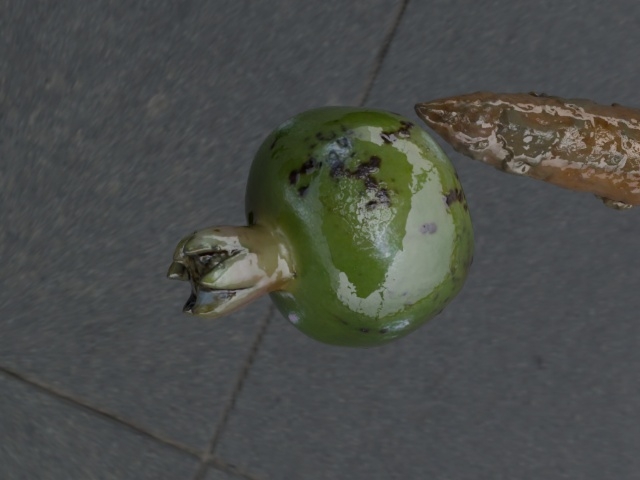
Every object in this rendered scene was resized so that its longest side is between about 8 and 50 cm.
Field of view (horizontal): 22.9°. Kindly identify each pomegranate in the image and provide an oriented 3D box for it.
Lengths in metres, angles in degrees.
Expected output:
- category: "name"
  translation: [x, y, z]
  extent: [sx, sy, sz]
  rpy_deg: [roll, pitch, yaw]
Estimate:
- category: "pomegranate"
  translation: [0.000, 0.000, 0.712]
  extent: [0.142, 0.114, 0.114]
  rpy_deg: [-20, 91, -27]

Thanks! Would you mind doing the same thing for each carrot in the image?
- category: "carrot"
  translation: [0.208, -0.094, 1.446]
  extent: [0.263, 0.102, 0.102]
  rpy_deg: [10, 83, -15]
